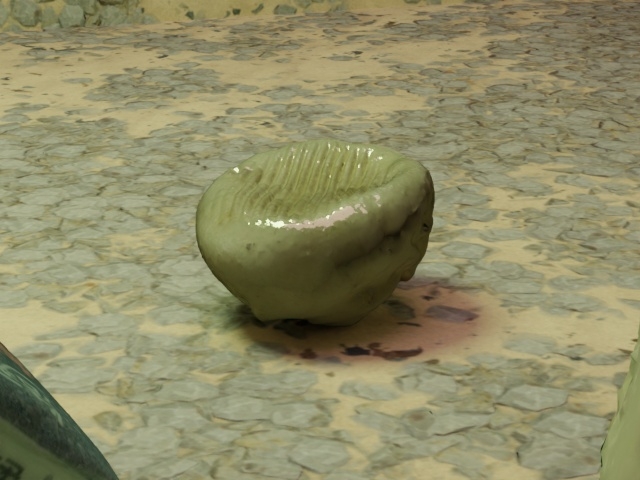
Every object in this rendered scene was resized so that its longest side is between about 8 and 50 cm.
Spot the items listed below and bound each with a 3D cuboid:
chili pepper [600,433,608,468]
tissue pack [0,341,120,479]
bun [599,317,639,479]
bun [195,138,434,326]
[{"bbox_3d":[0.231,0.144,0.916,0.100,0.074,0.257,2,18,7],"label":"chili pepper"},{"bbox_3d":[-0.274,0.063,0.857,0.316,0.103,0.228,35,-6,44],"label":"tissue pack"},{"bbox_3d":[0.203,0.140,0.544,0.211,0.359,0.360,14,22,15],"label":"bun"},{"bbox_3d":[0.000,0.000,1.252,0.231,0.133,0.231,-8,22,3],"label":"bun"}]
